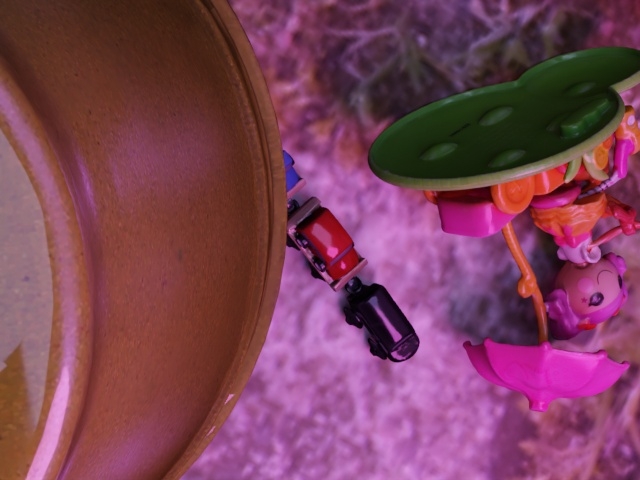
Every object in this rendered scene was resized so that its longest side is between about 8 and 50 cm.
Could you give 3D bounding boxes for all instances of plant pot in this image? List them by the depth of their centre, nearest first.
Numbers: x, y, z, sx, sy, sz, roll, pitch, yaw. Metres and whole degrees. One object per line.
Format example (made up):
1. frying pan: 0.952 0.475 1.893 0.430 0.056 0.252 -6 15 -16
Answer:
1. plant pot: -0.189 0.004 0.698 0.367 0.353 0.366 0 96 -3

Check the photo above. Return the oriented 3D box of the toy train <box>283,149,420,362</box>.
1. toy train: 0.000 0.000 0.964 0.027 0.036 0.158 -40 104 -11

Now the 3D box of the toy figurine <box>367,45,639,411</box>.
1. toy figurine: 0.120 0.004 0.982 0.173 0.130 0.159 -34 118 -37
